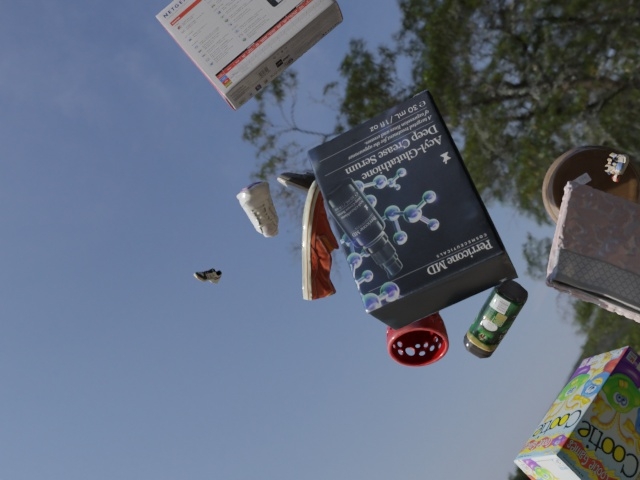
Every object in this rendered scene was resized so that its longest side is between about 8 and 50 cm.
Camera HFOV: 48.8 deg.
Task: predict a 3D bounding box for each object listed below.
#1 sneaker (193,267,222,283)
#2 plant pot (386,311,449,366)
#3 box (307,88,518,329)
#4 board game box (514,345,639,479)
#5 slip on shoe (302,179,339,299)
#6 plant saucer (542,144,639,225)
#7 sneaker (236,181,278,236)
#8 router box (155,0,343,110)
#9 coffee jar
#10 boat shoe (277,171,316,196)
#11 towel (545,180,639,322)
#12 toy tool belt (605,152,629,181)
[{"bbox_3d":[-0.288,0.085,1.808,0.083,0.032,0.037,13,-65,-53],"label":"sneaker"},{"bbox_3d":[0.303,0.275,2.231,0.174,0.191,0.191,-88,3,-47],"label":"plant pot"},{"bbox_3d":[0.190,-0.057,1.490,0.293,0.395,0.212,-26,-24,13],"label":"box"},{"bbox_3d":[0.516,0.351,1.314,0.275,0.142,0.144,-44,-3,-27],"label":"board game box"},{"bbox_3d":[0.000,0.000,1.927,0.123,0.101,0.331,-105,14,-83],"label":"slip on shoe"},{"bbox_3d":[0.773,-0.140,1.996,0.278,0.278,0.041,-57,-15,-1],"label":"plant saucer"},{"bbox_3d":[-0.190,-0.101,2.374,0.114,0.152,0.305,-28,-17,-1],"label":"sneaker"},{"bbox_3d":[-0.169,-0.524,1.662,0.335,0.301,0.082,-40,-21,1],"label":"router box"},{"bbox_3d":[0.401,0.182,1.627,0.096,0.079,0.184,-38,-25,-55],"label":"coffee jar"},{"bbox_3d":[0.020,-0.183,2.443,0.112,0.335,0.095,97,-166,-82],"label":"boat shoe"},{"bbox_3d":[0.727,0.029,1.697,0.053,0.332,0.317,102,-170,-60],"label":"towel"},{"bbox_3d":[0.781,-0.195,1.875,0.083,0.051,0.052,-58,-37,-14],"label":"toy tool belt"}]
